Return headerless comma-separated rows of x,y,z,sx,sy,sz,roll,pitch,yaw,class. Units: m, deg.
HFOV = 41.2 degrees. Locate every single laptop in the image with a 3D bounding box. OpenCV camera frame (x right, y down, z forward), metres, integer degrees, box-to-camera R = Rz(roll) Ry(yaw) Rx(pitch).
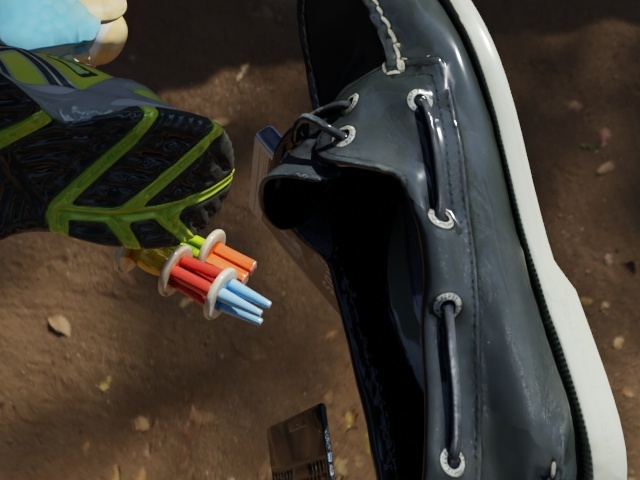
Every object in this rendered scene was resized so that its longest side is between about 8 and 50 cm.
-0.075,0.357,1.065,0.136,0.234,0.264,0,71,-22,laptop

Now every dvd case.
0.000,0.000,0.993,0.029,0.179,0.238,-34,74,-21,dvd case

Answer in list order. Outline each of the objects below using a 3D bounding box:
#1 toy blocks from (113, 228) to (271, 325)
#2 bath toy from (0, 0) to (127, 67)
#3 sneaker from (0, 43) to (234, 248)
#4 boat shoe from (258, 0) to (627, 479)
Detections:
-0.104,0.030,0.818,0.148,0.123,0.054,26,109,13,toy blocks
-0.314,-0.208,0.968,0.151,0.348,0.129,-9,84,-27,bath toy
-0.245,-0.072,0.593,0.147,0.385,0.145,32,104,40,sneaker
0.028,-0.016,0.421,0.113,0.127,0.340,-9,73,-22,boat shoe
